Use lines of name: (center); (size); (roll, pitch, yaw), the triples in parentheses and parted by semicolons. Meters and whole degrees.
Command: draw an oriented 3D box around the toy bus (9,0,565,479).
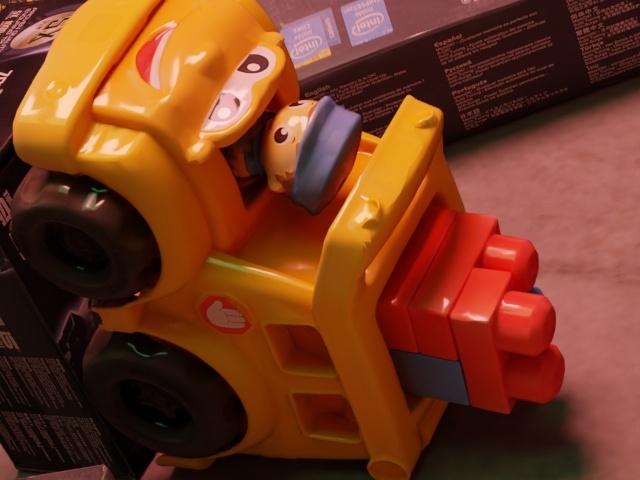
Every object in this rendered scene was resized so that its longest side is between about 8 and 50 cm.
toy bus: (0.000, 0.000, 0.816); (0.211, 0.220, 0.149); (8, 48, 29)

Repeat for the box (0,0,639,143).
box: (-0.005, -0.174, 1.104); (0.394, 0.097, 0.318); (-19, 49, 7)

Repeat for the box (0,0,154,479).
box: (-0.118, -0.001, 0.910); (0.077, 0.180, 0.147); (1, 41, 32)

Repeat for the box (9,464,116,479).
box: (-0.180, 0.203, 0.783); (0.183, 0.056, 0.231); (-11, 37, 17)
